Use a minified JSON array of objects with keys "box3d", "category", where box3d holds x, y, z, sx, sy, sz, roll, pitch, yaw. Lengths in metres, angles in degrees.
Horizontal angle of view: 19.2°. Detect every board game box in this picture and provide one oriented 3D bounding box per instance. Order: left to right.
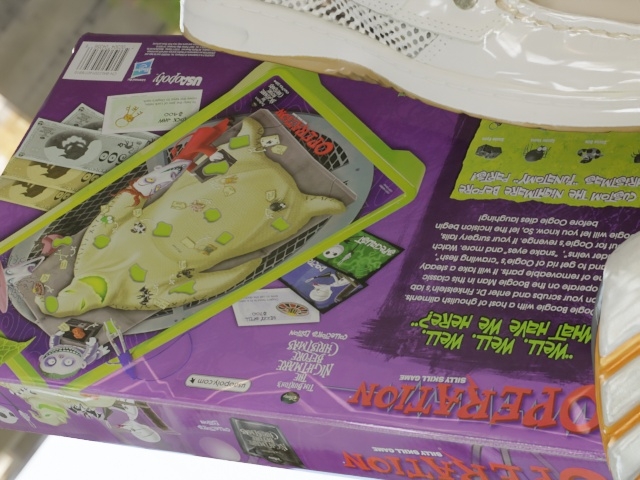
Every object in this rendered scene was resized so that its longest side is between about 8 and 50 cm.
[{"box3d":[0.000,0.000,0.813,0.347,0.208,0.056,5,140,31],"category":"board game box"}]

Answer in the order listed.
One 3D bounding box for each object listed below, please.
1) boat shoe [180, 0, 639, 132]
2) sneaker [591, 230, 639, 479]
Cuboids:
[{"box3d":[0.058,-0.107,0.722,0.277,0.096,0.098,13,-155,31],"category":"boat shoe"},{"box3d":[0.147,0.078,0.598,0.215,0.084,0.083,55,-168,-23],"category":"sneaker"}]
